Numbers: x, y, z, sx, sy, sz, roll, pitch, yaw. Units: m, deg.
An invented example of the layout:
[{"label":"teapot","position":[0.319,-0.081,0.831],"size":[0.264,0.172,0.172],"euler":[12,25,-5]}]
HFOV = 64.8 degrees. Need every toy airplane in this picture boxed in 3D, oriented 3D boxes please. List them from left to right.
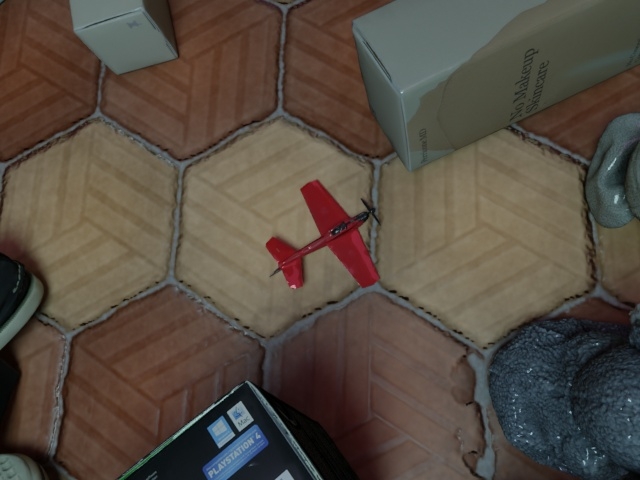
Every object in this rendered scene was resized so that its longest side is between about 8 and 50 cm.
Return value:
[{"label":"toy airplane","position":[0.000,0.000,0.598],"size":[0.151,0.028,0.151],"euler":[-1,80,5]}]

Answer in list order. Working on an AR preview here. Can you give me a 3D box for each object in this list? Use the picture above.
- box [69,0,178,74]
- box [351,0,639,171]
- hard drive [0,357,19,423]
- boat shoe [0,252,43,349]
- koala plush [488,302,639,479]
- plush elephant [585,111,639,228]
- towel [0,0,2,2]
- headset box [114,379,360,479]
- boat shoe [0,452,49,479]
[{"label":"box","position":[-0.271,-0.373,0.661],"size":[0.094,0.113,0.274],"euler":[-14,76,4]},{"label":"box","position":[0.204,-0.217,0.549],"size":[0.311,0.148,0.121],"euler":[-26,61,2]},{"label":"hard drive","position":[-0.533,0.252,0.539],"size":[0.339,0.064,0.236],"euler":[-7,47,4]},{"label":"boat shoe","position":[-0.436,0.135,0.505],"size":[0.127,0.113,0.340],"euler":[15,52,24]},{"label":"koala plush","position":[0.267,0.148,0.441],"size":[0.204,0.221,0.196],"euler":[13,81,9]},{"label":"plush elephant","position":[0.408,-0.080,0.456],"size":[0.330,0.272,0.255],"euler":[33,104,0]},{"label":"towel","position":[-0.583,-0.445,0.722],"size":[0.320,0.090,0.374],"euler":[42,86,11]},{"label":"headset box","position":[-0.081,0.266,0.422],"size":[0.246,0.283,0.131],"euler":[-38,64,-8]},{"label":"boat shoe","position":[-0.354,0.477,0.485],"size":[0.187,0.156,0.499],"euler":[-8,63,7]}]
